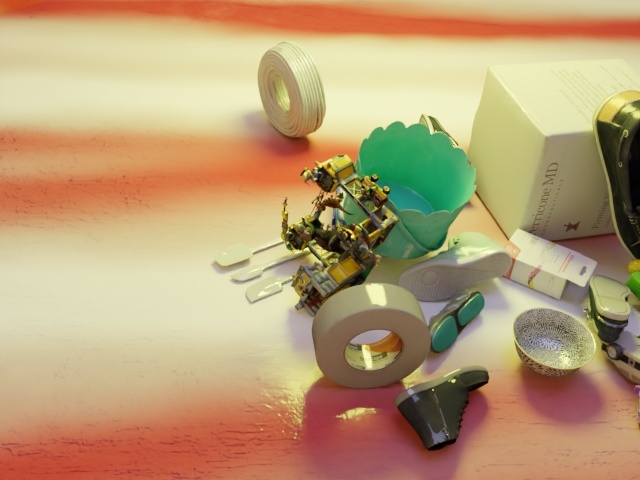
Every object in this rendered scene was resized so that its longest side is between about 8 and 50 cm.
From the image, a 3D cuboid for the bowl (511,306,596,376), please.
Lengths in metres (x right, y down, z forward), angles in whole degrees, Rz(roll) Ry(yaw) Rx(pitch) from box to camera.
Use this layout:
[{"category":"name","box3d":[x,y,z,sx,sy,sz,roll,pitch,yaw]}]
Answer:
[{"category":"bowl","box3d":[0.464,0.222,1.665,0.170,0.080,0.170,4,39,-3]}]

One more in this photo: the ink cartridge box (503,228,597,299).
[{"category":"ink cartridge box","box3d":[0.517,0.061,1.879,0.198,0.067,0.115,24,42,22]}]

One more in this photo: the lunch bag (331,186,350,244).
[{"category":"lunch bag","box3d":[0.117,-0.077,1.975,0.176,0.090,0.219,4,38,1]}]

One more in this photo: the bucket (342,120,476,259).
[{"category":"bucket","box3d":[0.188,-0.104,1.803,0.281,0.183,0.281,9,50,-11]}]

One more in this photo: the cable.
[{"category":"cable","box3d":[-0.080,-0.406,2.210,0.089,0.257,0.257,-22,48,-23]}]

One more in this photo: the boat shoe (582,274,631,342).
[{"category":"boat shoe","box3d":[0.621,0.144,1.765,0.095,0.079,0.254,13,20,8]}]

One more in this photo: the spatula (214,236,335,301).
[{"category":"spatula","box3d":[-0.100,0.043,1.850,0.242,0.019,0.168,-22,47,-30]}]

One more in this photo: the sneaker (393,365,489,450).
[{"category":"sneaker","box3d":[0.249,0.317,1.539,0.222,0.083,0.118,-13,62,-32]}]

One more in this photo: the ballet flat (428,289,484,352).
[{"category":"ballet flat","box3d":[0.268,0.170,1.725,0.068,0.072,0.213,4,29,43]}]

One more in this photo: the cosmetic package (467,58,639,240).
[{"category":"cosmetic package","box3d":[0.618,-0.227,2.036,0.393,0.329,0.327,-7,42,-15]}]

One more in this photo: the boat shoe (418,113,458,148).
[{"category":"boat shoe","box3d":[0.327,-0.223,2.169,0.091,0.114,0.303,-3,52,-10]}]

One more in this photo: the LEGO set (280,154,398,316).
[{"category":"LEGO set","box3d":[0.000,0.000,1.704,0.192,0.331,0.255,-31,79,-35]}]

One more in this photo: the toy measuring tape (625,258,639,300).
[{"category":"toy measuring tape","box3d":[0.798,0.158,1.776,0.121,0.121,0.330,-17,54,-26]}]

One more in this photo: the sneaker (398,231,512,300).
[{"category":"sneaker","box3d":[0.285,0.054,1.852,0.255,0.094,0.151,-14,23,-7]}]

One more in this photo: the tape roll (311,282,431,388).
[{"category":"tape roll","box3d":[0.095,0.183,1.551,0.219,0.219,0.072,-1,40,-9]}]

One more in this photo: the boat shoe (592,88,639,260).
[{"category":"boat shoe","box3d":[0.741,-0.095,1.803,0.186,0.500,0.156,-28,25,0]}]

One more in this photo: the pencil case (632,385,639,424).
[{"category":"pencil case","box3d":[0.710,0.331,1.564,0.206,0.086,0.088,13,36,7]}]

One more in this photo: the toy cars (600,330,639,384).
[{"category":"toy cars","box3d":[0.754,0.268,1.621,0.393,0.087,0.176,7,20,23]}]
